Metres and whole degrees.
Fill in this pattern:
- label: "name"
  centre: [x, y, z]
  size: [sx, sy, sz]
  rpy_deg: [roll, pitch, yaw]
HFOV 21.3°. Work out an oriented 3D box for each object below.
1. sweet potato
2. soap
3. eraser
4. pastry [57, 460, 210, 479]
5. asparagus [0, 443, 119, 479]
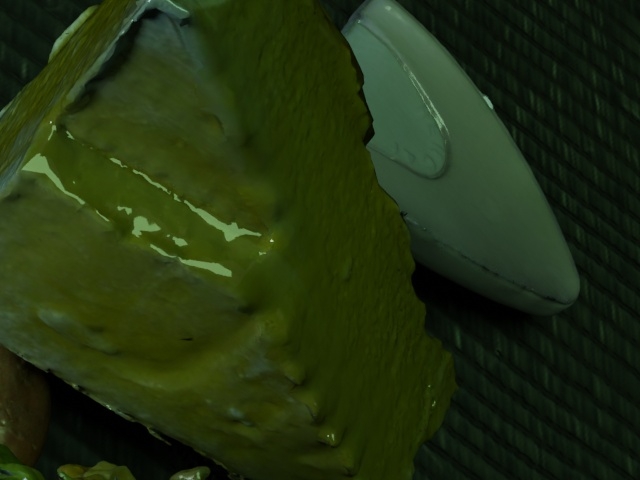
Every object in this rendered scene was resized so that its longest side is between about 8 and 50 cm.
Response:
- label: "sweet potato"
  centre: [-0.181, 0.095, 0.954]
  size: [0.058, 0.055, 0.202]
  rpy_deg: [52, 35, -49]
- label: "soap"
  centre: [0.000, 0.000, 0.902]
  size: [0.338, 0.304, 0.169]
  rpy_deg: [32, 52, -18]
- label: "eraser"
  centre: [0.079, -0.035, 1.162]
  size: [0.243, 0.059, 0.204]
  rpy_deg: [46, 38, -9]
- label: "pastry"
  centre: [-0.135, 0.225, 0.880]
  size: [0.154, 0.102, 0.250]
  rpy_deg: [40, 53, 0]
- label: "asparagus"
  centre: [-0.223, 0.149, 0.792]
  size: [0.382, 0.108, 0.128]
  rpy_deg: [-8, 64, -6]
